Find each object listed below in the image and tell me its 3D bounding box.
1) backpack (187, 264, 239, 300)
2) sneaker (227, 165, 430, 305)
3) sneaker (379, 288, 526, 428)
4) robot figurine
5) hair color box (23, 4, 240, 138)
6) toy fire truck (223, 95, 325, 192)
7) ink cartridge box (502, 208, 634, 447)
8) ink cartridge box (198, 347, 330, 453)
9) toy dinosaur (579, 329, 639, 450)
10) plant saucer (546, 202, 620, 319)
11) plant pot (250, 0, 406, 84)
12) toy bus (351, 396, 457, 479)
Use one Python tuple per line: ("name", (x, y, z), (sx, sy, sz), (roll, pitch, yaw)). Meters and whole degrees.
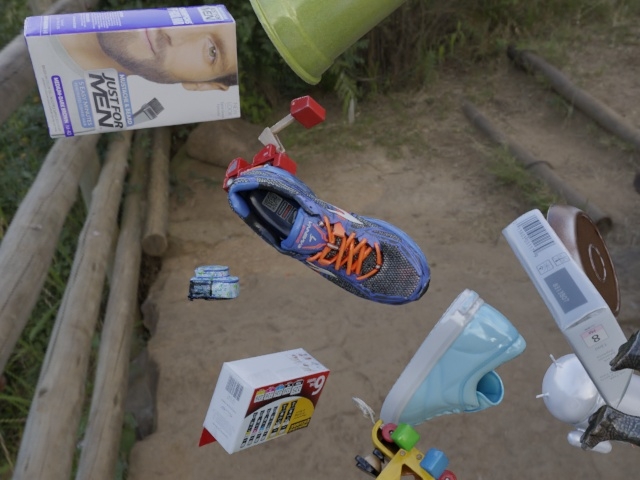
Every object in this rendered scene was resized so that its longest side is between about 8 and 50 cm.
("backpack", (-0.254, 0.103, 1.476), (0.115, 0.084, 0.105), (5, 4, 0))
("sneaker", (0.000, 0.000, 0.584), (0.221, 0.083, 0.087), (26, 12, 12))
("sneaker", (0.213, 0.248, 1.014), (0.150, 0.365, 0.135), (38, 48, 18))
("robot figurine", (0.778, 0.441, 1.710), (0.354, 0.200, 0.299), (23, 70, -7))
("hair color box", (-0.321, -0.302, 1.084), (0.339, 0.185, 0.110), (-11, 39, -17))
("toy fire truck", (-0.084, -0.158, 1.054), (0.192, 0.047, 0.135), (-17, 54, 37))
("ink cartridge box", (0.307, 0.099, 0.711), (0.066, 0.232, 0.189), (-35, 29, 16))
("ink cartridge box", (-0.154, 0.461, 1.688), (0.130, 0.271, 0.310), (32, 20, 35))
("toy dinosaur", (0.262, 0.107, 0.342), (0.160, 0.313, 0.121), (37, 36, 13))
("plant saucer", (0.590, 0.056, 1.344), (0.050, 0.310, 0.310), (-21, 20, 37))
("plant pot", (0.027, -0.495, 1.211), (0.254, 0.276, 0.276), (-26, 27, 20))
("toy bus", (0.115, 0.351, 0.895), (0.104, 0.191, 0.202), (-46, 22, -19))
